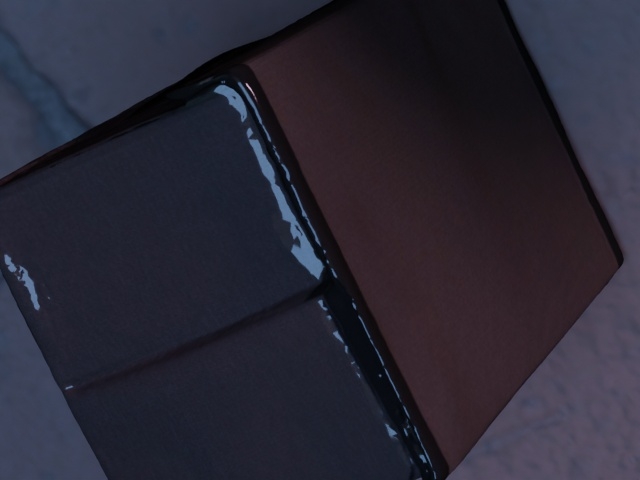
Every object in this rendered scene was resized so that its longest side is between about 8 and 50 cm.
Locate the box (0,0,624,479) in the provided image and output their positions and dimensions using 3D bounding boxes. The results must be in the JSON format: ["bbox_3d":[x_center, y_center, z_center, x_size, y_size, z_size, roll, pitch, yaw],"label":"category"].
[{"bbox_3d":[0.000,0.000,0.850,0.153,0.252,0.188,-22,101,28],"label":"box"}]
